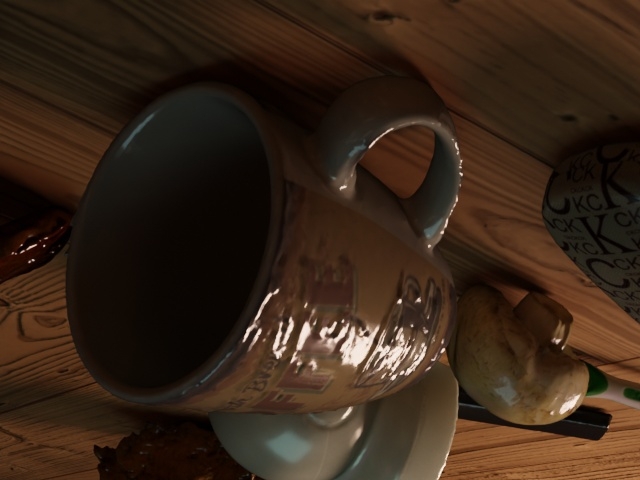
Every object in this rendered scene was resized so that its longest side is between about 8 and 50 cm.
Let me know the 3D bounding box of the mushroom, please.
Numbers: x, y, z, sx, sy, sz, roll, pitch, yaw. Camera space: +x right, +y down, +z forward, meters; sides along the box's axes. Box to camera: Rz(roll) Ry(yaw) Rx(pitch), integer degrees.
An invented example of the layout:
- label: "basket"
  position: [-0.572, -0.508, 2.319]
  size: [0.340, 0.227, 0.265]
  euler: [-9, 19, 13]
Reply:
- label: "mushroom"
  position: [0.177, 0.102, 1.158]
  size: [0.148, 0.112, 0.148]
  euler: [31, -165, -9]

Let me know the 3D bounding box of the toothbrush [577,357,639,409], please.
- label: "toothbrush"
  position: [0.256, 0.138, 1.297]
  size: [0.418, 0.042, 0.040]
  euler: [18, 175, -15]

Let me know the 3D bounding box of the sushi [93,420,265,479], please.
- label: "sushi"
  position: [-0.135, 0.379, 1.784]
  size: [0.348, 0.234, 0.207]
  euler: [1, 155, 10]

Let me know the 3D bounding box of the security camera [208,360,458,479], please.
- label: "security camera"
  position: [-0.002, 0.166, 1.285]
  size: [0.236, 0.195, 0.194]
  euler: [19, 155, -15]

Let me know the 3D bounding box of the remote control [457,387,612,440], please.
- label: "remote control"
  position: [0.208, 0.193, 1.464]
  size: [0.245, 0.025, 0.063]
  euler: [9, 152, 3]

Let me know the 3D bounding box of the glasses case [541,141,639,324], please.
- label: "glasses case"
  position: [0.309, 0.040, 0.962]
  size: [0.354, 0.085, 0.137]
  euler: [35, 153, -29]

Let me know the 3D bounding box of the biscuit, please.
- label: "biscuit"
  position: [-0.303, 0.023, 1.148]
  size: [0.192, 0.192, 0.049]
  euler: [-22, 98, 51]

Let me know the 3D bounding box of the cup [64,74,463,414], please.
- label: "cup"
  position: [0.000, 0.000, 0.946]
  size: [0.257, 0.227, 0.301]
  euler: [16, 130, -46]
